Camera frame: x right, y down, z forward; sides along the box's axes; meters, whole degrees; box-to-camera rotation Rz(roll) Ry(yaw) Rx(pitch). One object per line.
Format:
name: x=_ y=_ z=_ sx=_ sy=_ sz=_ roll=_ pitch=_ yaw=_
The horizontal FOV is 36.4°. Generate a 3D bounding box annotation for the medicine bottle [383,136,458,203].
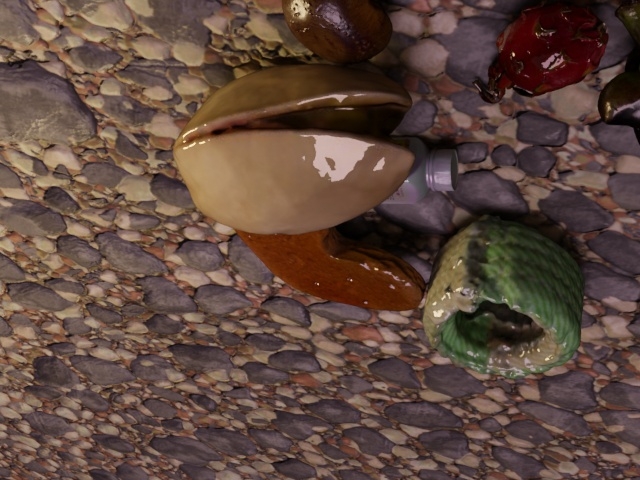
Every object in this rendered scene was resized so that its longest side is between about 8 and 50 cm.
medicine bottle: x=0.108 y=-0.086 z=1.199 sx=0.118 sy=0.074 sz=0.055 roll=2 pitch=142 yaw=19

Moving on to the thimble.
thimble: x=0.244 y=0.076 z=1.311 sx=0.219 sy=0.150 sz=0.219 roll=10 pitch=146 yaw=7

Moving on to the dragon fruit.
dragon fruit: x=0.214 y=-0.186 z=1.017 sx=0.094 sy=0.094 sz=0.190 roll=30 pitch=154 yaw=-21

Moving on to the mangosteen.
mangosteen: x=0.370 y=-0.140 z=0.961 sx=0.184 sy=0.172 sz=0.172 roll=11 pitch=145 yaw=14

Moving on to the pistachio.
pistachio: x=-0.029 y=-0.108 z=1.107 sx=0.318 sy=0.193 sz=0.214 roll=-11 pitch=165 yaw=44

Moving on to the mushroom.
mushroom: x=0.017 y=-0.240 z=1.028 sx=0.127 sy=0.087 sz=0.127 roll=27 pitch=163 yaw=9

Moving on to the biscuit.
biscuit: x=0.001 y=-0.001 z=1.342 sx=0.262 sy=0.052 sz=0.277 roll=4 pitch=146 yaw=41
